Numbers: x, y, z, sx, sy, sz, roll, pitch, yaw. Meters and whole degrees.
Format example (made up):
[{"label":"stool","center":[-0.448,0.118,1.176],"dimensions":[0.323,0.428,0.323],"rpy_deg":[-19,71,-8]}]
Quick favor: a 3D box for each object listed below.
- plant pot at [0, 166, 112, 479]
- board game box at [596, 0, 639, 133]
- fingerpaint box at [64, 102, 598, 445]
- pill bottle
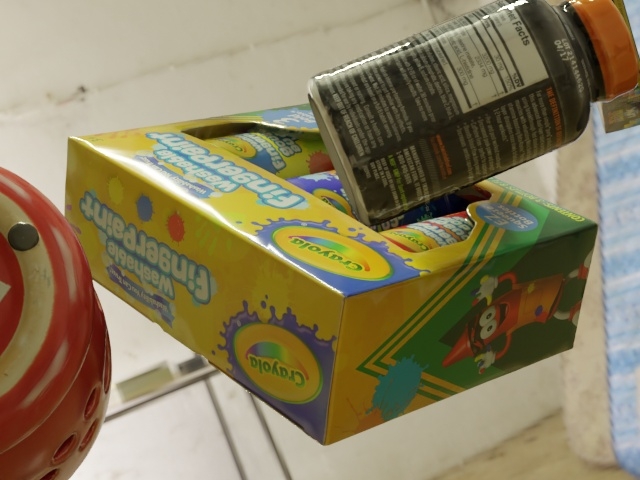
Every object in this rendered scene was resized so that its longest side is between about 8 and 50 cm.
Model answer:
[{"label":"plant pot","center":[-0.212,0.058,0.668],"dimensions":[0.191,0.191,0.174],"rpy_deg":[-21,-15,-14]},{"label":"board game box","center":[0.281,-0.206,1.210],"dimensions":[0.048,0.170,0.141],"rpy_deg":[-14,-13,11]},{"label":"fingerpaint box","center":[0.000,0.000,1.303],"dimensions":[0.371,0.163,0.445],"rpy_deg":[-14,31,-40]},{"label":"pill bottle","center":[0.123,-0.114,0.965],"dimensions":[0.245,0.130,0.130],"rpy_deg":[-22,0,-1]}]
